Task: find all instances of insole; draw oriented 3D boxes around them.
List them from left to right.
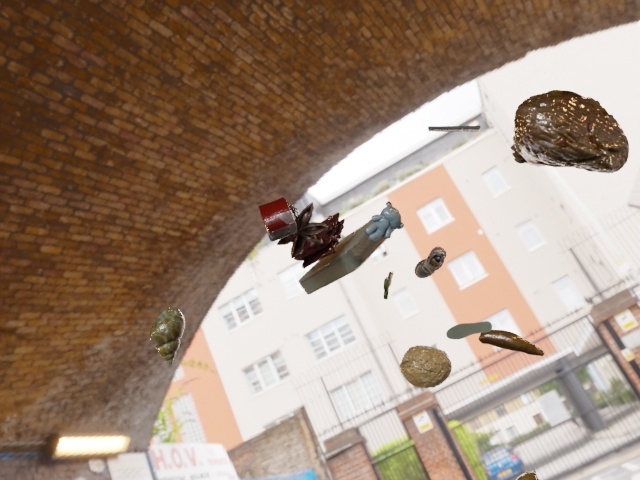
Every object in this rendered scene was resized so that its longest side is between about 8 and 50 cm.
[{"bbox_3d":[0.492,0.297,2.049,0.152,0.053,0.002,-11,9,11],"label":"insole"}]

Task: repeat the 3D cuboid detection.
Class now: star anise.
[{"bbox_3d":[-0.084,-0.053,2.299,0.212,0.197,0.073,-26,4,21],"label":"star anise"}]

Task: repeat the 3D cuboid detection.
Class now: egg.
[{"bbox_3d":[0.271,0.325,1.606,0.140,0.116,0.118,-2,-39,-12],"label":"egg"}]

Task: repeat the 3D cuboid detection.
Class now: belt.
[{"bbox_3d":[-0.142,-0.080,2.174,0.124,0.128,0.201,-21,15,-4],"label":"belt"}]

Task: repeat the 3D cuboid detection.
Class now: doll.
[{"bbox_3d":[0.231,-0.060,2.330,0.179,0.120,0.075,-36,16,-23],"label":"doll"}]

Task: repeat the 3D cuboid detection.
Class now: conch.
[{"bbox_3d":[-0.524,0.317,2.130,0.173,0.106,0.116,-57,-38,-18],"label":"conch"}]

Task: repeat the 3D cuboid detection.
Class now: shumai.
[{"bbox_3d":[0.683,-0.268,1.809,0.346,0.217,0.283,22,-29,-10],"label":"shumai"}]

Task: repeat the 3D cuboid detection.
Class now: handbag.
[{"bbox_3d":[-0.002,-0.002,2.508,0.074,0.203,0.216,43,-49,-21],"label":"handbag"}]

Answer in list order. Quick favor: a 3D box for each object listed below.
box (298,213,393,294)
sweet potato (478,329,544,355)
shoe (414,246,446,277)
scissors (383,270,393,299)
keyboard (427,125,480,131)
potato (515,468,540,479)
[{"bbox_3d":[0.122,0.055,2.693,0.396,0.111,0.396,-41,5,-40],"label":"box"},{"bbox_3d":[0.725,0.381,2.345,0.243,0.077,0.077,10,-18,15],"label":"sweet potato"},{"bbox_3d":[0.518,0.112,2.874,0.180,0.089,0.092,-46,5,6],"label":"shoe"},{"bbox_3d":[0.318,0.193,2.896,0.027,0.101,0.204,5,25,12],"label":"scissors"},{"bbox_3d":[0.457,-0.383,2.124,0.176,0.014,0.055,2,0,10],"label":"keyboard"},{"bbox_3d":[0.499,0.653,1.485,0.089,0.172,0.100,-16,5,15],"label":"potato"}]
